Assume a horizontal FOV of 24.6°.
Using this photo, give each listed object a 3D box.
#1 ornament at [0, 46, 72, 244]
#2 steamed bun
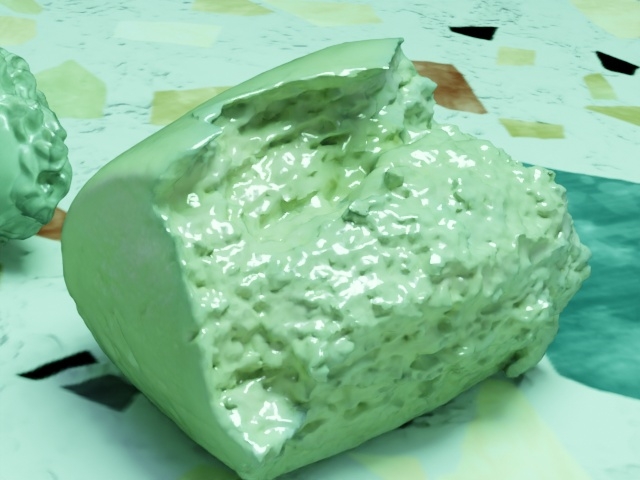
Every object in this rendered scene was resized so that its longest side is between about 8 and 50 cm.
[{"bbox_3d":[-0.273,-0.040,0.757,0.285,0.120,0.130,-9,52,-29],"label":"ornament"},{"bbox_3d":[0.000,0.000,0.693,0.200,0.170,0.225,28,35,26],"label":"steamed bun"}]
